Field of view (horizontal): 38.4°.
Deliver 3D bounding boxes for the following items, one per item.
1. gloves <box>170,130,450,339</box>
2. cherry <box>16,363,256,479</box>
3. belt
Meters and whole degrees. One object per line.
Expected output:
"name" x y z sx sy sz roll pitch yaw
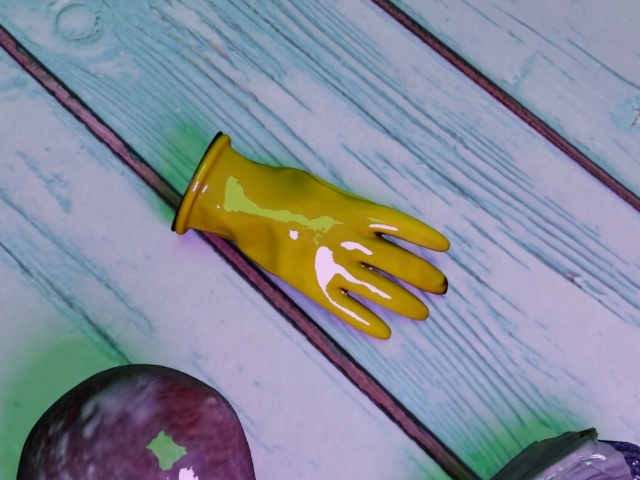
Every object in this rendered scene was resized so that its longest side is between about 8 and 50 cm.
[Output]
"gloves" -0.001 0.001 0.977 0.294 0.116 0.133 25 89 -2
"cherry" -0.154 0.213 0.776 0.213 0.266 0.183 40 29 13
"belt" 0.197 0.264 0.829 0.230 0.126 0.140 -30 92 -21
